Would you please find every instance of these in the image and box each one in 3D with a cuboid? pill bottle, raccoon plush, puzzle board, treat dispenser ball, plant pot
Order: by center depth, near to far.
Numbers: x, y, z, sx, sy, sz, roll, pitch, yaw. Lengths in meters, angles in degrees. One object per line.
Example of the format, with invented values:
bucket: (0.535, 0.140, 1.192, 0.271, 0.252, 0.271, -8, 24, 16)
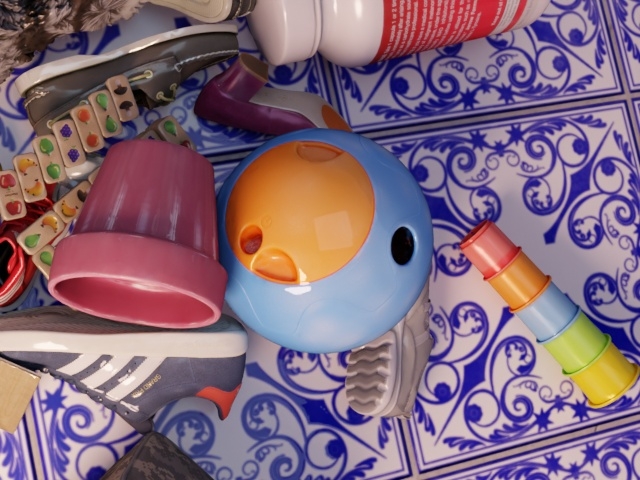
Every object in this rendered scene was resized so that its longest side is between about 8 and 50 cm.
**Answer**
plant pot: (-0.201, -0.010, 1.115, 0.201, 0.201, 0.180, 12, 70, -15)
puzzle board: (-0.403, 0.182, 1.176, 0.096, 0.128, 0.011, 27, 38, -10)
raccoon plush: (-0.485, -0.339, 1.224, 0.446, 0.216, 0.299, -26, 78, -40)
treat dispenser ball: (0.000, 0.000, 1.228, 0.288, 0.288, 0.288, 3, 81, -16)
pill bottle: (0.105, -0.373, 1.345, 0.407, 0.229, 0.229, -17, 87, -18)

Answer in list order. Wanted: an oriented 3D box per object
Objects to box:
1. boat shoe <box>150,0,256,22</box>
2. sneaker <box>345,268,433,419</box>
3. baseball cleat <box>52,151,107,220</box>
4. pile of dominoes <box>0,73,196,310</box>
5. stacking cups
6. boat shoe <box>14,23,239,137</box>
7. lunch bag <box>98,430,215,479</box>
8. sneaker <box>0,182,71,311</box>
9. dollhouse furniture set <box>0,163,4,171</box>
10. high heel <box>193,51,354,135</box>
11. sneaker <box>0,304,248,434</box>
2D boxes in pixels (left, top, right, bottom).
boat shoe: (-0.190, -0.362, 1.309, 0.233, 0.084, 0.079, 32, 36, 24)
sneaker: (0.108, 0.119, 1.359, 0.115, 0.105, 0.281, 33, 66, -45)
baseball cleat: (-0.254, -0.054, 1.268, 0.206, 0.072, 0.109, 15, 97, -33)
pile of dominoes: (-0.266, -0.066, 1.183, 0.251, 0.040, 0.196, -47, 113, -28)
stacking cups: (0.336, 0.098, 1.419, 0.096, 0.096, 0.316, -41, 92, -18)
boat shoe: (-0.245, -0.215, 1.285, 0.305, 0.109, 0.091, -19, 89, -13)
lunch bag: (-0.204, 0.420, 1.144, 0.305, 0.212, 0.256, 44, 97, -7)
sneaker: (-0.363, -0.018, 1.205, 0.087, 0.128, 0.221, 19, 77, -13)
dollhouse furniture set: (-0.546, -0.005, 1.096, 0.286, 0.198, 0.303, 22, 82, -11)
high heel: (-0.057, -0.161, 1.366, 0.244, 0.117, 0.082, 29, 39, -31)
sneaker: (-0.269, 0.170, 1.213, 0.350, 0.131, 0.148, 4, 102, -6)
